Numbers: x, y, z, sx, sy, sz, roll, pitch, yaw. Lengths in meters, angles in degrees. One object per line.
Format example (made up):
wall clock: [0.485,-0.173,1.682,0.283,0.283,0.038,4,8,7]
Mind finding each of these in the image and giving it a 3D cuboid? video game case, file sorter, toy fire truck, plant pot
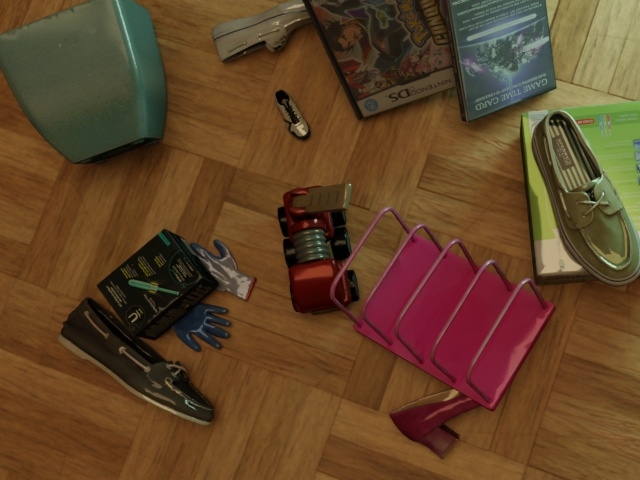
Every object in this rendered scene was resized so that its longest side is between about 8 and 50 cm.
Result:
video game case: [0.127,-0.366,1.704,0.248,0.035,0.274,-16,120,21]
video game case: [0.306,-0.362,1.680,0.196,0.026,0.274,-22,116,-19]
file sorter: [0.191,0.102,1.597,0.291,0.182,0.202,29,82,31]
toy fire truck: [0.000,0.000,1.658,0.159,0.246,0.217,-11,77,8]
plant pot: [-0.411,-0.278,1.794,0.248,0.247,0.252,-20,93,5]

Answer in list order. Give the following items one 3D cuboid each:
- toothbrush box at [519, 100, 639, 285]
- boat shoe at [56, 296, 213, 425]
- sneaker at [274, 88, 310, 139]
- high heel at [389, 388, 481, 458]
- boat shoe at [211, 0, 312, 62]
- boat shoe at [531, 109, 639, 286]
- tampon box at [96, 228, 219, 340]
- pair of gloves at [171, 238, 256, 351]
toothbrush box: [0.454,-0.077,1.663,0.206,0.122,0.283,-6,77,9]
boat shoe: [-0.320,0.212,1.739,0.335,0.112,0.095,28,89,17]
sneaker: [-0.056,-0.234,1.821,0.040,0.044,0.109,-33,77,-1]
high heel: [0.229,0.243,1.657,0.117,0.082,0.244,37,99,4]
boat shoe: [-0.092,-0.392,1.850,0.226,0.083,0.075,-13,88,18]
boat shoe: [0.416,-0.067,1.556,0.109,0.094,0.302,-27,76,5]
tampon box: [-0.287,0.080,1.744,0.161,0.101,0.120,-40,74,3]
pair of gloves: [-0.212,0.097,1.790,0.159,0.023,0.198,26,85,13]
